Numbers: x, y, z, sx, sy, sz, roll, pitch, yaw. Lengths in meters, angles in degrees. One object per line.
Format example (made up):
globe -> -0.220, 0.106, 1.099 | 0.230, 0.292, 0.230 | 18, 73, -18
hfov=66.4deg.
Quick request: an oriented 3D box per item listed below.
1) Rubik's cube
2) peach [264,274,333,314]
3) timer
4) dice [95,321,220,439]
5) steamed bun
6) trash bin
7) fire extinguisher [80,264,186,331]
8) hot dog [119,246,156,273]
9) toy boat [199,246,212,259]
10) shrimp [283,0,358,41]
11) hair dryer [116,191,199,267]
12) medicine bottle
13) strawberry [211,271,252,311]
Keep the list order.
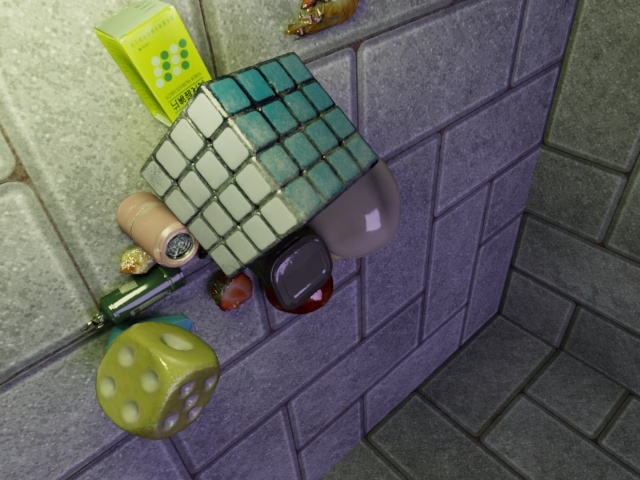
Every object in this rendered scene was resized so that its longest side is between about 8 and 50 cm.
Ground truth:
Rubik's cube -> -0.139, -0.173, 1.136 | 0.344, 0.337, 0.344 | -34, -172, 43
peach -> -0.074, 0.155, 1.715 | 0.244, 0.244, 0.199 | -33, 132, -28
timer -> -0.528, 0.341, 1.505 | 0.250, 0.091, 0.231 | -5, 121, -59
dice -> -0.437, 0.371, 1.321 | 0.233, 0.238, 0.227 | -63, 156, 5
steamed bun -> 0.091, -0.127, 1.585 | 0.334, 0.373, 0.334 | -23, 177, -1
trash bin -> -0.129, 0.048, 1.552 | 0.220, 0.250, 0.219 | -38, 139, -22
fire extinguisher -> -0.517, 0.162, 1.342 | 0.294, 0.118, 0.093 | -34, 103, -26
hot dog -> -0.470, 0.039, 1.322 | 0.169, 0.061, 0.078 | -38, 98, -25
toy boat -> -0.311, 0.015, 1.420 | 0.046, 0.080, 0.229 | -4, 162, -29
shrimp -> 0.004, -0.646, 1.326 | 0.287, 0.063, 0.152 | -39, 138, -26
hair dryer -> -0.321, -0.067, 1.288 | 0.353, 0.210, 0.125 | -26, 133, -36
medicine bottle -> -0.346, -0.383, 1.076 | 0.137, 0.141, 0.250 | -46, 143, -17
strawberry -> -0.287, 0.157, 1.606 | 0.146, 0.082, 0.187 | -52, 150, 4
